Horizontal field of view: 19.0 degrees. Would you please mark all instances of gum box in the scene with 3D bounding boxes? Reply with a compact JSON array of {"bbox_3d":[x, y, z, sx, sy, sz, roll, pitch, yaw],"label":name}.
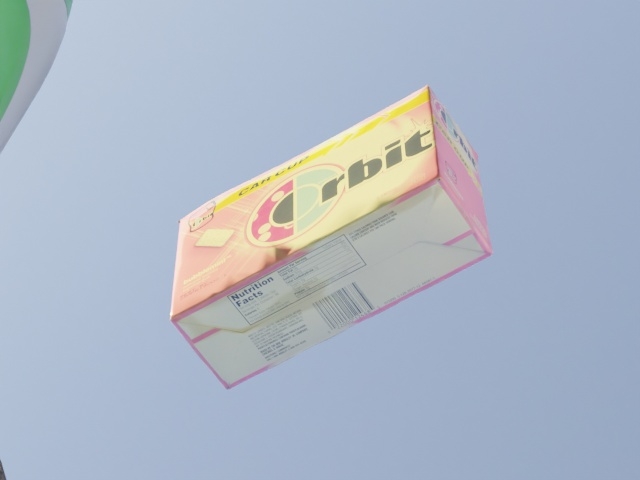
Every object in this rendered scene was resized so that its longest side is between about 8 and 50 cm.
[{"bbox_3d":[0.000,0.000,1.106,0.188,0.062,0.107,-28,-151,16],"label":"gum box"}]

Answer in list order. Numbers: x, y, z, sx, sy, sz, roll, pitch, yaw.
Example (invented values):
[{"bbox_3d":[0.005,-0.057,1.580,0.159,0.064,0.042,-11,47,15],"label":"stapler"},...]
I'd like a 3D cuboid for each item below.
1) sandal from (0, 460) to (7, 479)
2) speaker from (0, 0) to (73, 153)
[{"bbox_3d":[-0.127,0.082,0.517,0.120,0.303,0.086,-24,-139,35],"label":"sandal"},{"bbox_3d":[-0.195,0.000,0.623,0.131,0.131,0.296,14,-114,34],"label":"speaker"}]
